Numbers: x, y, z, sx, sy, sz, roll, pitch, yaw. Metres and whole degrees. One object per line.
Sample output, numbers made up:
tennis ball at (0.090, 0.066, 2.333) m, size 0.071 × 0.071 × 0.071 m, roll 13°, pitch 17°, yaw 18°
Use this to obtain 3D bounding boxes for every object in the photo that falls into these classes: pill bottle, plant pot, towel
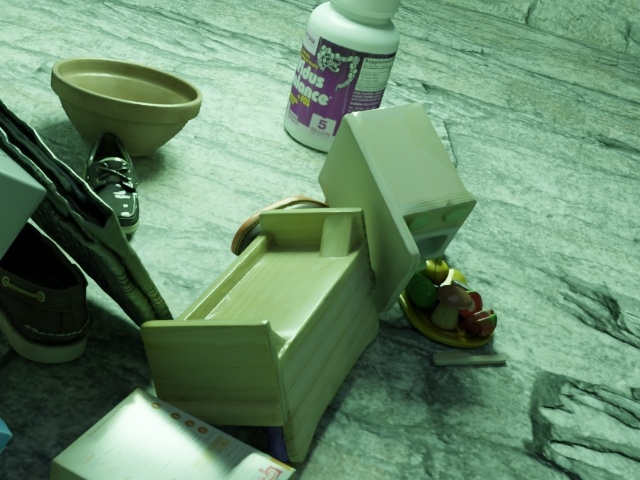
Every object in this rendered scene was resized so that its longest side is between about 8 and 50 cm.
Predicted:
pill bottle at (0.045, -0.322, 1.820) m, size 0.169 × 0.301 × 0.169 m, roll 13°, pitch 28°, yaw -7°
plant pot at (-0.314, -0.205, 1.613) m, size 0.237 × 0.109 × 0.237 m, roll 14°, pitch 22°, yaw -6°
towel at (-0.292, -0.031, 1.125) m, size 0.056 × 0.324 × 0.312 m, roll -40°, pitch 65°, yaw -15°

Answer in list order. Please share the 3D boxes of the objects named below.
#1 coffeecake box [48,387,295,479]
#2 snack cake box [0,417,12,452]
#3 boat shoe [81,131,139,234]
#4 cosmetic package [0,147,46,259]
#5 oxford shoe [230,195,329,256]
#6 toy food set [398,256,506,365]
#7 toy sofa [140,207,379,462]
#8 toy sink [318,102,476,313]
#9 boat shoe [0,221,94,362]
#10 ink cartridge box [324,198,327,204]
coffeecake box at (-0.140, 0.236, 0.957) m, size 0.185 × 0.068 × 0.142 m, roll 24°, pitch 29°, yaw 15°
snack cake box at (-0.400, 0.142, 0.885) m, size 0.264 × 0.152 × 0.089 m, roll 39°, pitch 5°, yaw 36°
boat shoe at (-0.303, -0.086, 1.451) m, size 0.080 × 0.073 × 0.223 m, roll 3°, pitch 29°, yaw -20°
cosmetic package at (-0.470, -0.093, 0.815) m, size 0.230 × 0.161 × 0.453 m, roll 38°, pitch 4°, yaw 27°
oxford shoe at (0.000, 0.000, 1.438) m, size 0.271 × 0.097 × 0.098 m, roll -8°, pitch 42°, yaw -38°
toy food set at (0.186, 0.082, 1.407) m, size 0.128 × 0.071 × 0.218 m, roll 6°, pitch 30°, yaw -19°
toy sofa at (-0.054, 0.101, 1.199) m, size 0.150 × 0.177 × 0.362 m, roll -1°, pitch 22°, yaw 21°
toy sink at (0.111, -0.044, 1.370) m, size 0.131 × 0.153 × 0.234 m, roll -12°, pitch 62°, yaw -22°
boat shoe at (-0.373, 0.016, 1.203) m, size 0.116 × 0.096 × 0.324 m, roll -9°, pitch 37°, yaw -41°
ink cartridge box at (0.110, -0.066, 1.579) m, size 0.198 × 0.115 × 0.067 m, roll 15°, pitch 72°, yaw -3°
